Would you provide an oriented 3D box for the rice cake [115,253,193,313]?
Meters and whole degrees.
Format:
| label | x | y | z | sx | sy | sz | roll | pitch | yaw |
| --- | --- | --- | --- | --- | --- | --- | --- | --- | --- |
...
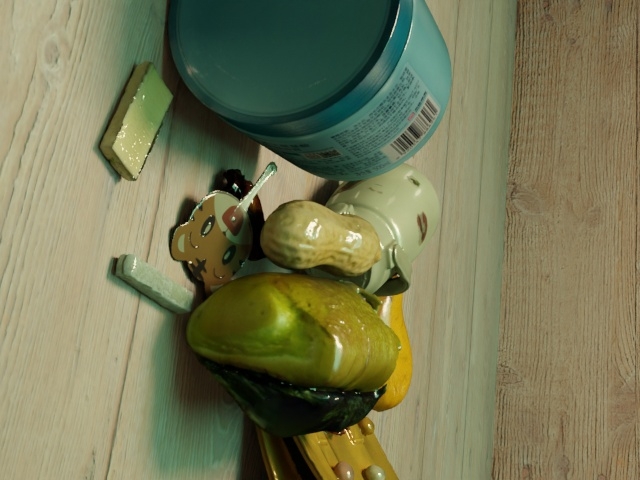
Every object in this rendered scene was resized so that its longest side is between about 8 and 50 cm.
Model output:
| label | x | y | z | sx | sy | sz | roll | pitch | yaw |
| --- | --- | --- | --- | --- | --- | --- | --- | --- | --- |
| rice cake | -0.213 | 0.058 | 1.201 | 0.171 | 0.029 | 0.033 | 46 | 43 | -60 |

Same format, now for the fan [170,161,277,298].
| label | x | y | z | sx | sy | sz | roll | pitch | yaw |
| --- | --- | --- | --- | --- | --- | --- | --- | --- | --- |
| fan | -0.127 | -0.032 | 1.347 | 0.227 | 0.008 | 0.152 | -57 | 139 | -25 |

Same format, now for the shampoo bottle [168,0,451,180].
| label | x | y | z | sx | sy | sz | roll | pitch | yaw |
| --- | --- | --- | --- | --- | --- | --- | --- | --- | --- |
| shampoo bottle | 0.004 | -0.276 | 1.355 | 0.342 | 0.331 | 0.331 | 28 | 63 | -67 |

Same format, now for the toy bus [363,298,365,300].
| label | x | y | z | sx | sy | sz | roll | pitch | yaw |
| --- | --- | --- | --- | --- | --- | --- | --- | --- | --- |
| toy bus | 0.054 | 0.125 | 1.791 | 0.131 | 0.052 | 0.037 | -53 | 129 | -54 |

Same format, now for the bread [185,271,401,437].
| label | x | y | z | sx | sy | sz | roll | pitch | yaw |
| --- | --- | --- | --- | --- | --- | --- | --- | --- | --- |
| bread | -0.024 | 0.157 | 1.376 | 0.208 | 0.251 | 0.376 | -53 | 159 | 9 |

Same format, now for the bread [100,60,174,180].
| label | x | y | z | sx | sy | sz | roll | pitch | yaw |
| --- | --- | --- | --- | --- | --- | --- | --- | --- | --- |
| bread | -0.230 | -0.151 | 1.164 | 0.068 | 0.028 | 0.154 | 62 | 35 | -49 |

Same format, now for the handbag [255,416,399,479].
| label | x | y | z | sx | sy | sz | roll | pitch | yaw |
| --- | --- | --- | --- | --- | --- | --- | --- | --- | --- |
| handbag | 0.033 | 0.404 | 1.590 | 0.283 | 0.133 | 0.401 | 64 | 14 | 22 |

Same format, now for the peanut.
| label | x | y | z | sx | sy | sz | roll | pitch | yaw |
| --- | --- | --- | --- | --- | --- | --- | --- | --- | --- |
| peanut | 0.000 | 0.000 | 1.456 | 0.274 | 0.125 | 0.111 | 15 | 97 | -52 |

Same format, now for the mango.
| label | x | y | z | sx | sy | sz | roll | pitch | yaw |
| --- | --- | --- | --- | --- | --- | --- | --- | --- | --- |
| mango | 0.118 | 0.214 | 1.937 | 0.177 | 0.120 | 0.295 | -25 | 111 | -59 |

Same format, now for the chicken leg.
| label | x | y | z | sx | sy | sz | roll | pitch | yaw |
| --- | --- | --- | --- | --- | --- | --- | --- | --- | --- |
| chicken leg | -0.101 | -0.018 | 1.469 | 0.253 | 0.051 | 0.106 | 58 | 33 | -57 |

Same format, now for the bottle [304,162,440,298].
| label | x | y | z | sx | sy | sz | roll | pitch | yaw |
| --- | --- | --- | --- | --- | --- | --- | --- | --- | --- |
| bottle | 0.087 | 0.001 | 1.733 | 0.352 | 0.229 | 0.229 | -48 | 134 | -60 |
